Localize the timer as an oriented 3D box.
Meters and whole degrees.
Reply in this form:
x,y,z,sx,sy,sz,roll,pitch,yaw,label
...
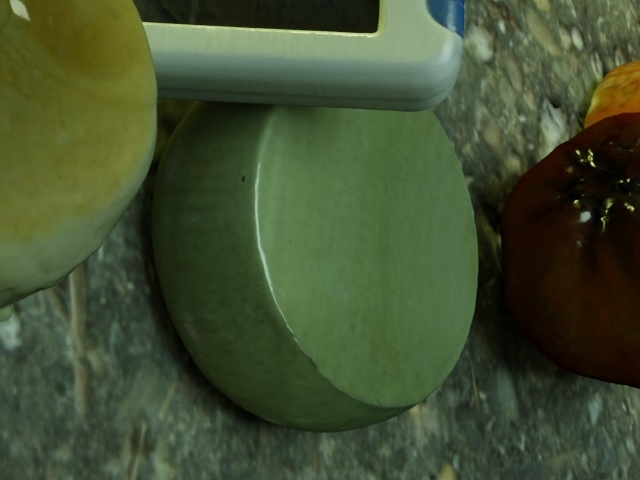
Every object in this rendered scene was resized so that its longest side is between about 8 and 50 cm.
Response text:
x,y,z,sx,sy,sz,roll,pitch,yaw,label
-0.040,-0.165,1.012,0.078,0.253,0.178,89,5,-72,timer

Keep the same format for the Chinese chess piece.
x,y,z,sx,sy,sz,roll,pitch,yaw,label
0.000,0.000,1.106,0.250,0.101,0.250,17,67,-48,Chinese chess piece

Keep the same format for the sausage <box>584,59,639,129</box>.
x,y,z,sx,sy,sz,roll,pitch,yaw,label
0.407,-0.068,1.484,0.233,0.287,0.233,13,74,-53,sausage

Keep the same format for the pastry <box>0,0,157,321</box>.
x,y,z,sx,sy,sz,roll,pitch,yaw,label
-0.204,-0.080,0.849,0.265,0.133,0.265,18,66,-47,pastry

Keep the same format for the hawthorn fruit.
x,y,z,sx,sy,sz,roll,pitch,yaw,label
0.266,0.025,1.348,0.261,0.224,0.224,50,45,-47,hawthorn fruit
